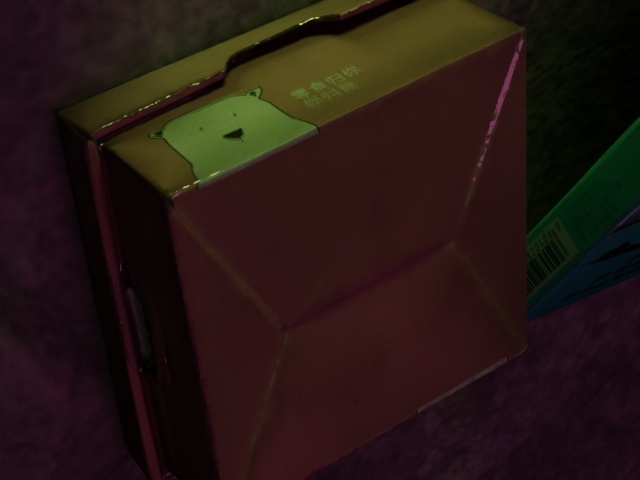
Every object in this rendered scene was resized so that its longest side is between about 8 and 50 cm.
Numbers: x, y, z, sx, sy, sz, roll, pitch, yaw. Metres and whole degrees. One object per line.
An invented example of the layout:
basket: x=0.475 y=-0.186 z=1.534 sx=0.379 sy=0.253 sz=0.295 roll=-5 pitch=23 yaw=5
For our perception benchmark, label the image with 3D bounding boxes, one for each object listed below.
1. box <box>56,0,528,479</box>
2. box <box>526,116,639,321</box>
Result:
box: x=0.000 y=0.000 z=0.765 sx=0.215 sy=0.086 sz=0.215 roll=-27 pitch=131 yaw=-27
box: x=0.203 y=-0.037 z=0.871 sx=0.161 sy=0.042 sz=0.226 roll=-21 pitch=162 yaw=-32
